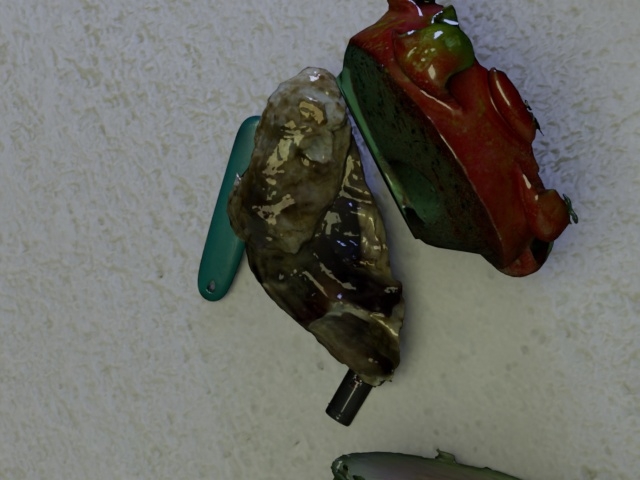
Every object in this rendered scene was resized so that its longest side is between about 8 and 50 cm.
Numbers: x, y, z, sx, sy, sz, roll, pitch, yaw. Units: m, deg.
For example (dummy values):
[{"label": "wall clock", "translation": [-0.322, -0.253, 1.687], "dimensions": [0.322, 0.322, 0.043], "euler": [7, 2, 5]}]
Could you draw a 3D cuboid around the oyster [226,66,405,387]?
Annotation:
[{"label": "oyster", "translation": [0.003, -0.002, 1.710], "dimensions": [0.166, 0.094, 0.294], "euler": [-30, 84, 25]}]

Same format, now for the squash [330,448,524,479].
[{"label": "squash", "translation": [0.076, 0.391, 1.621], "dimensions": [0.263, 0.263, 0.384], "euler": [21, 98, 20]}]

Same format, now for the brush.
[{"label": "brush", "translation": [-0.079, -0.031, 1.796], "dimensions": [0.043, 0.032, 0.193], "euler": [21, 107, 13]}]

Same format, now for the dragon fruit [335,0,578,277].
[{"label": "dragon fruit", "translation": [0.108, -0.097, 1.610], "dimensions": [0.130, 0.268, 0.295], "euler": [-26, 87, 1]}]

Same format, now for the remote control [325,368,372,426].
[{"label": "remote control", "translation": [0.035, 0.134, 1.760], "dimensions": [0.034, 0.016, 0.091], "euler": [32, 103, 13]}]
